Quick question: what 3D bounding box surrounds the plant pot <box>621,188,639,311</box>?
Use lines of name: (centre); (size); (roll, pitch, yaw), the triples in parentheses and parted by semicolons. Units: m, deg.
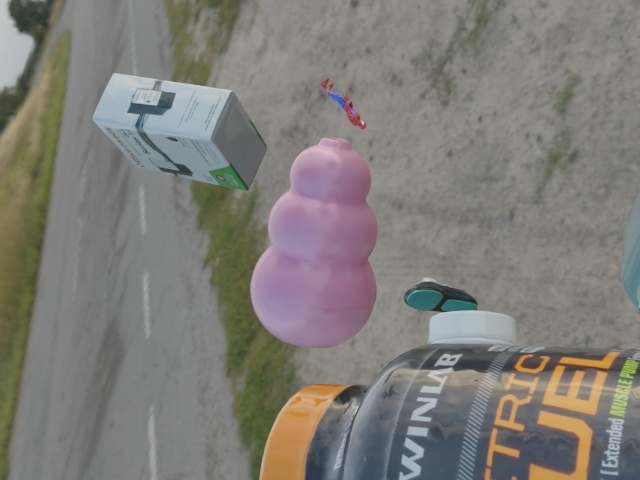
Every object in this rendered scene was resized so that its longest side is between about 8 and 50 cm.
plant pot: (0.677, 0.018, 1.563); (0.247, 0.247, 0.252); (91, -157, -46)

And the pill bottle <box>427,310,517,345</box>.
pill bottle: (0.111, 0.125, 0.634); (0.078, 0.078, 0.137); (149, 128, -60)

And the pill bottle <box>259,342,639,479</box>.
pill bottle: (0.097, 0.108, 0.349); (0.246, 0.130, 0.130); (-3, 65, 32)

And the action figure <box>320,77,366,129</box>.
action figure: (0.044, -0.236, 1.521); (0.030, 0.038, 0.115); (-37, 68, 6)

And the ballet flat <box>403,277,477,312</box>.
ballet flat: (0.251, 0.119, 1.882); (0.074, 0.203, 0.074); (-27, 56, 50)

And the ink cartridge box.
ink cartridge box: (-0.206, -0.160, 1.285); (0.086, 0.209, 0.153); (-69, -25, -19)

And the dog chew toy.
dog chew toy: (0.000, 0.000, 1.406); (0.206, 0.207, 0.331); (-142, 58, -69)
